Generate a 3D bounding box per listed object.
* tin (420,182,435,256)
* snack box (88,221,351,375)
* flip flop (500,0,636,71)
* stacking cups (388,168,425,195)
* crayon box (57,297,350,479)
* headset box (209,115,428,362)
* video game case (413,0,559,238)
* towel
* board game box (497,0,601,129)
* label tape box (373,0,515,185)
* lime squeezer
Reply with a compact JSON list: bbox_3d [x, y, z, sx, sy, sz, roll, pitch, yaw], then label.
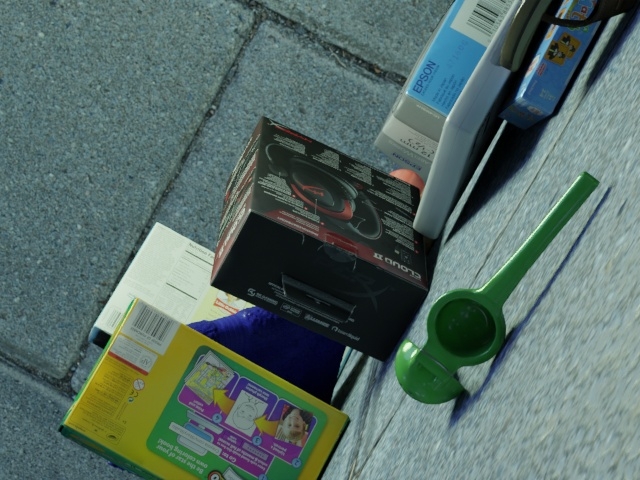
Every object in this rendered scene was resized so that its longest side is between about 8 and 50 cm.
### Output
[{"bbox_3d":[0.133,-0.031,2.033,0.189,0.040,0.106,-62,-2,-15],"label":"tin"},{"bbox_3d":[-0.129,0.131,2.246,0.187,0.322,0.060,-62,1,-31],"label":"snack box"},{"bbox_3d":[0.258,-0.245,1.424,0.277,0.080,0.112,-45,1,13],"label":"flip flop"},{"bbox_3d":[0.070,0.012,2.276,0.096,0.096,0.316,-60,1,38],"label":"stacking cups"},{"bbox_3d":[-0.129,0.205,1.830,0.165,0.278,0.081,-61,4,-17],"label":"crayon box"},{"bbox_3d":[0.000,0.000,1.864,0.110,0.218,0.293,-61,12,24],"label":"headset box"},{"bbox_3d":[0.194,-0.178,1.756,0.300,0.036,0.329,-60,-7,-17],"label":"video game case"},{"bbox_3d":[-0.105,0.175,2.016,0.308,0.076,0.227,-15,-37,-29],"label":"towel"},{"bbox_3d":[0.247,-0.215,1.616,0.211,0.039,0.160,-61,1,-2],"label":"board game box"},{"bbox_3d":[0.186,-0.235,2.452,0.249,0.115,0.347,-62,4,-17],"label":"label tape box"},{"bbox_3d":[0.113,0.064,1.199,0.110,0.059,0.310,-28,-17,-28],"label":"lime squeezer"}]
